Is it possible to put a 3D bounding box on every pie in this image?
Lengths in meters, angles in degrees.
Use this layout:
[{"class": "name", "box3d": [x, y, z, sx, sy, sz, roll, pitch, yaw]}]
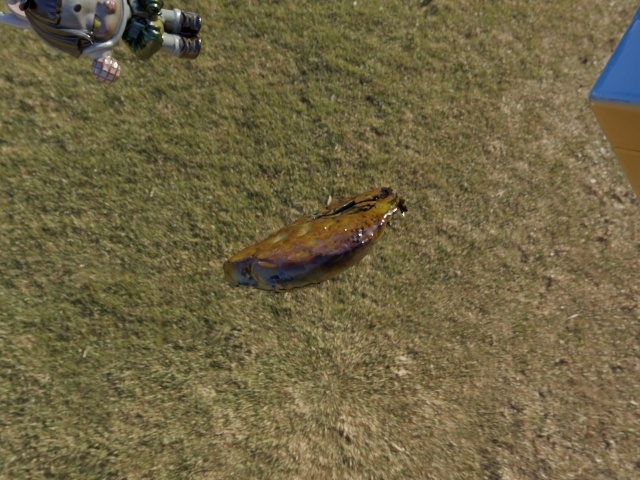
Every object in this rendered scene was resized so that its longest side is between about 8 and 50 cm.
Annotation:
[{"class": "pie", "box3d": [-0.001, -0.001, 0.769, 0.308, 0.308, 0.085, -25, 98, -6]}]

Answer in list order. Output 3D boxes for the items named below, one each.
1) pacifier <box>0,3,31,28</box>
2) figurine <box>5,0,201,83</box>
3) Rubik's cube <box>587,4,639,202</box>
[{"class": "pacifier", "box3d": [-0.619, -0.605, 1.023, 0.332, 0.220, 0.273, 43, 117, 4]}, {"class": "figurine", "box3d": [-0.428, -0.464, 0.974, 0.370, 0.167, 0.281, -5, 102, -41]}, {"class": "Rubik's cube", "box3d": [0.502, -0.164, 0.453, 0.292, 0.291, 0.290, 30, 90, 49]}]
